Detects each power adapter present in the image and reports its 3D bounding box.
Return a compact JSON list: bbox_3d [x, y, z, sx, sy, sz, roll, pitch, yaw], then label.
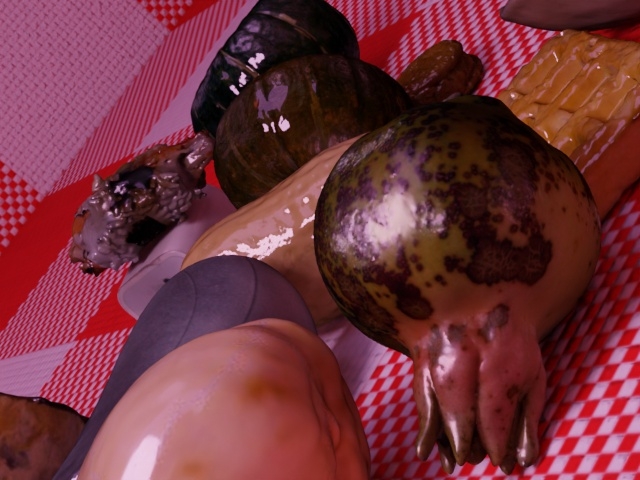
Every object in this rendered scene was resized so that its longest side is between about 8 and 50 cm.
[{"bbox_3d":[-0.153,0.055,1.842,0.130,0.125,0.205,-35,23,35],"label":"power adapter"}]

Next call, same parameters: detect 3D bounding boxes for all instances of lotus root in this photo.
[{"bbox_3d":[-0.408,0.282,1.730,0.316,0.316,0.250,-31,41,45],"label":"lotus root"}]

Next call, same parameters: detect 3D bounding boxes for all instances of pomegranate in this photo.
[{"bbox_3d":[0.116,0.022,1.166,0.204,0.222,0.276,-49,45,18],"label":"pomegranate"}]

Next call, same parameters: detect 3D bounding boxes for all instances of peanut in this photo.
[{"bbox_3d":[0.000,0.000,1.562,0.319,0.147,0.147,-34,21,15],"label":"peanut"}]

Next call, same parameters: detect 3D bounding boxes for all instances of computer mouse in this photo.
[{"bbox_3d":[-0.102,0.168,1.382,0.122,0.188,0.371,-17,37,54],"label":"computer mouse"}]

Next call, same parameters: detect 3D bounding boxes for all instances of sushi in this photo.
[{"bbox_3d":[-0.207,-0.043,1.804,0.226,0.097,0.103,-44,23,11],"label":"sushi"}]

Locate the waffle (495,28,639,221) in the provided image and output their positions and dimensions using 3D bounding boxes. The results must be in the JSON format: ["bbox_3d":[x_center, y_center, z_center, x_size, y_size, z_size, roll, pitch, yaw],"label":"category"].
[{"bbox_3d":[0.220,-0.101,1.384,0.168,0.057,0.274,-48,17,0],"label":"waffle"}]

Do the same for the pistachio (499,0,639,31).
[{"bbox_3d":[0.259,-0.276,1.455,0.197,0.166,0.288,-30,1,-43],"label":"pistachio"}]

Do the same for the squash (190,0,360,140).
[{"bbox_3d":[-0.061,-0.205,2.073,0.252,0.165,0.252,-48,3,4],"label":"squash"}]

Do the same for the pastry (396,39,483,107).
[{"bbox_3d":[0.129,-0.176,1.766,0.097,0.057,0.109,-34,23,34],"label":"pastry"}]

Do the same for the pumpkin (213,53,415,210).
[{"bbox_3d":[-0.004,-0.101,1.668,0.223,0.223,0.157,-38,50,30],"label":"pumpkin"}]

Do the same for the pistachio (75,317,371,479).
[{"bbox_3d":[-0.081,0.208,1.205,0.238,0.229,0.321,12,70,40],"label":"pistachio"}]
